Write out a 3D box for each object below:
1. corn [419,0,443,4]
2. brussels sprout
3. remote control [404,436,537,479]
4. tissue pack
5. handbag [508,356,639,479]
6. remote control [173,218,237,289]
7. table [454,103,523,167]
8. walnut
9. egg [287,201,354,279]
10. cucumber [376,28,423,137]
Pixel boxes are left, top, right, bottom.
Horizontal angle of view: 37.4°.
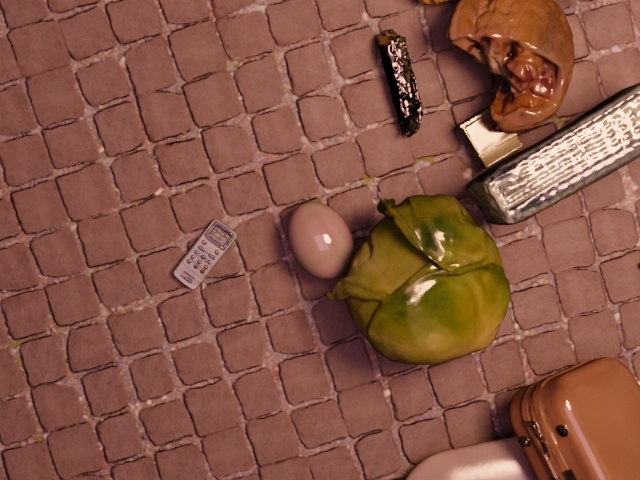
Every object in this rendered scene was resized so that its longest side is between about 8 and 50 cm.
[{"bbox_3d":[0.271,-0.452,1.523,0.288,0.086,0.086,-20,95,-1],"label":"corn"},{"bbox_3d":[0.160,0.063,1.499,0.259,0.227,0.294,-46,123,2],"label":"brussels sprout"},{"bbox_3d":[0.291,0.450,1.599,0.332,0.103,0.221,-10,93,-3],"label":"remote control"},{"bbox_3d":[0.394,-0.132,1.483,0.315,0.228,0.103,-30,91,2],"label":"tissue pack"},{"bbox_3d":[0.472,0.336,1.537,0.283,0.149,0.302,-21,81,-38],"label":"handbag"},{"bbox_3d":[-0.195,0.023,1.595,0.053,0.018,0.124,39,94,-5],"label":"remote control"},{"bbox_3d":[0.278,-0.173,1.561,0.079,0.062,0.083,-31,95,1],"label":"table"},{"bbox_3d":[0.323,-0.303,1.478,0.204,0.141,0.238,-38,102,-31],"label":"walnut"},{"bbox_3d":[0.000,0.000,1.553,0.103,0.103,0.135,-28,94,2],"label":"egg"},{"bbox_3d":[0.132,-0.259,1.557,0.053,0.053,0.181,-13,98,0],"label":"cucumber"}]
